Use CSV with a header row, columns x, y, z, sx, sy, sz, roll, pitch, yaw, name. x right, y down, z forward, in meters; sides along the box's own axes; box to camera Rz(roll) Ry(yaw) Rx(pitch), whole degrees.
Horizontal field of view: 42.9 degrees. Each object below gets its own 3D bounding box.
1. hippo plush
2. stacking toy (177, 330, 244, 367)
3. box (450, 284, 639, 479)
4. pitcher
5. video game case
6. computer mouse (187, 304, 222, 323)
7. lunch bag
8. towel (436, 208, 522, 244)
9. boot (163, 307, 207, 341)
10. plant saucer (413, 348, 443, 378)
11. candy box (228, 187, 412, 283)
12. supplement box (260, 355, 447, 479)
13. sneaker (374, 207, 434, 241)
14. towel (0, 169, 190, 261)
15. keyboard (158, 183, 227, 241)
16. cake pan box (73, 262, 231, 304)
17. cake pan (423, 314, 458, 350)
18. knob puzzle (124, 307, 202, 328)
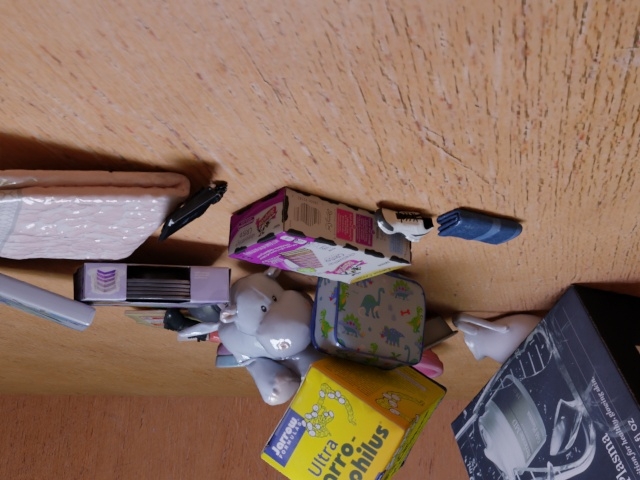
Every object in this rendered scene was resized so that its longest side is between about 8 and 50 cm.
x,y,z,sx,sy,sz,roll,pitch,yaw,name
-0.087,0.137,1.546,0.294,0.234,0.237,36,148,17,hippo plush
-0.166,0.275,1.938,0.308,0.130,0.279,-7,172,34,stacking toy
0.547,0.427,1.565,0.297,0.480,0.472,11,129,-23,box
0.406,0.212,1.799,0.177,0.126,0.207,35,157,-34,pitcher
-0.567,0.088,1.446,0.329,0.036,0.300,22,166,-14,video game case
-0.181,0.158,1.771,0.184,0.060,0.262,-2,162,16,computer mouse
0.090,0.134,1.472,0.219,0.176,0.090,17,158,-33,lunch bag
0.236,-0.018,1.210,0.119,0.029,0.067,11,160,-25,towel
-0.291,0.181,1.778,0.099,0.045,0.121,18,154,-1,boot
0.165,0.316,2.193,0.332,0.084,0.332,3,163,1,plant saucer
0.000,0.000,1.227,0.233,0.071,0.159,13,159,-32,candy box
0.076,0.333,1.507,0.195,0.194,0.356,32,-169,17,supplement box
0.122,-0.030,1.185,0.109,0.040,0.043,14,143,-43,sneaker
-0.379,-0.024,1.143,0.316,0.053,0.332,-2,167,-29,towel
-0.176,-0.044,1.121,0.108,0.023,0.180,-35,-176,-16,keyboard
-0.305,0.082,1.445,0.245,0.070,0.267,1,173,-22,cake pan box
0.165,0.243,1.820,0.293,0.054,0.293,-25,172,-4,cake pan
-0.340,0.180,1.911,0.213,0.030,0.213,1,162,0,knob puzzle
